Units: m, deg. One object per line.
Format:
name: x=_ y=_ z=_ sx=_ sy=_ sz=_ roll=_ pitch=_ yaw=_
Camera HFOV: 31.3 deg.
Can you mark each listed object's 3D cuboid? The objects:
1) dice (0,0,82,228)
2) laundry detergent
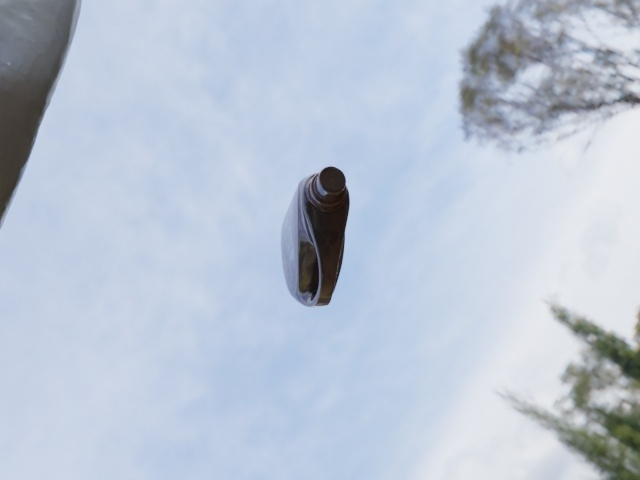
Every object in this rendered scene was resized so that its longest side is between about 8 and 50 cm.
dice: x=-0.367 y=-0.122 z=0.846 sx=0.277 sy=0.304 sz=0.304 roll=-55 pitch=23 yaw=34
laundry detergent: x=0.000 y=0.000 z=1.627 sx=0.076 sy=0.171 sz=0.237 roll=-2 pitch=-21 yaw=-13
